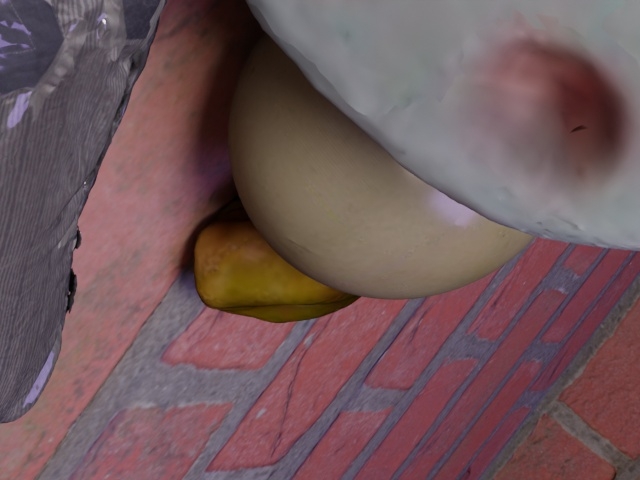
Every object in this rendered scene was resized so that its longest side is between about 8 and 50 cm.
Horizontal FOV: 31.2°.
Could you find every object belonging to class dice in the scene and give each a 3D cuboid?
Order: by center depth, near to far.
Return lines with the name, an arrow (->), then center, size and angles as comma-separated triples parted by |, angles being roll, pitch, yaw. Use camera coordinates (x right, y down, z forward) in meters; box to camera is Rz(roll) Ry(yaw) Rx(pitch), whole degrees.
dice -> 0.131, -0.177, 0.425 | 0.264, 0.262, 0.268 | -46, 180, -39

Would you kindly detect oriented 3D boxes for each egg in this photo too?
egg -> 0.056, -0.070, 0.657 | 0.254, 0.189, 0.188 | -38, 157, -52

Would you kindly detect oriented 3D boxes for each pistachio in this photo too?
pistachio -> -0.002, 0.003, 0.777 | 0.189, 0.100, 0.110 | -36, 151, -36

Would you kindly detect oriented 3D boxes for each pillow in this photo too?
pillow -> -0.151, -0.013, 0.467 | 0.161, 0.093, 0.335 | -33, 153, -49
